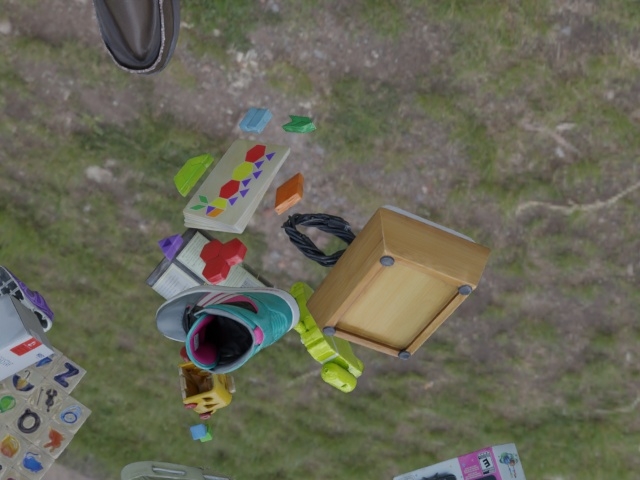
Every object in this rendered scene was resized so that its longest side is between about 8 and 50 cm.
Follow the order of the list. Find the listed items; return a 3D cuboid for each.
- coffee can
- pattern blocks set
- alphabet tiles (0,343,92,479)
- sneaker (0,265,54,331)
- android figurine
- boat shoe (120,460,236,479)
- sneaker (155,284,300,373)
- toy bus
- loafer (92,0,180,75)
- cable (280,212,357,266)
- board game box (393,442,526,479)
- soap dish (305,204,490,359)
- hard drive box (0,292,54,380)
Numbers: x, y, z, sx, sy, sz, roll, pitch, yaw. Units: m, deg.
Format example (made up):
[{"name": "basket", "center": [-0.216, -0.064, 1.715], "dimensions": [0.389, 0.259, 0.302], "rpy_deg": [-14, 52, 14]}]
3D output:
[{"name": "coffee can", "center": [-0.276, 0.114, 2.181], "dimensions": [0.275, 0.201, 0.201], "rpy_deg": [40, 140, -8]}, {"name": "pattern blocks set", "center": [-0.139, -0.088, 1.422], "dimensions": [0.285, 0.325, 0.026], "rpy_deg": [25, 161, 45]}, {"name": "alphabet tiles", "center": [-0.622, 0.338, 1.642], "dimensions": [0.285, 0.342, 0.011], "rpy_deg": [38, 172, -12]}, {"name": "sneaker", "center": [-0.617, 0.118, 1.772], "dimensions": [0.068, 0.071, 0.170], "rpy_deg": [-31, 111, 13]}, {"name": "android figurine", "center": [0.004, 0.192, 1.783], "dimensions": [0.056, 0.248, 0.273], "rpy_deg": [-32, 145, 12]}, {"name": "boat shoe", "center": [-0.172, 0.381, 1.284], "dimensions": [0.109, 0.094, 0.302], "rpy_deg": [-35, 147, 18]}, {"name": "sneaker", "center": [-0.202, 0.159, 1.515], "dimensions": [0.295, 0.178, 0.124], "rpy_deg": [-7, 102, 27]}, {"name": "toy bus", "center": [-0.251, 0.340, 1.973], "dimensions": [0.104, 0.202, 0.191], "rpy_deg": [-16, 109, 6]}, {"name": "loafer", "center": [-0.302, -0.405, 1.275], "dimensions": [0.134, 0.130, 0.366], "rpy_deg": [6, 127, 12]}, {"name": "cable", "center": [0.000, 0.000, 1.849], "dimensions": [0.184, 0.150, 0.047], "rpy_deg": [13, 133, -23]}, {"name": "board game box", "center": [0.288, 0.551, 1.577], "dimensions": [0.224, 0.303, 0.097], "rpy_deg": [-27, 159, 30]}, {"name": "soap dish", "center": [0.136, 0.087, 1.566], "dimensions": [0.229, 0.118, 0.291], "rpy_deg": [21, 132, -17]}, {"name": "hard drive box", "center": [-0.615, 0.201, 1.521], "dimensions": [0.232, 0.089, 0.181], "rpy_deg": [-29, 166, -10]}]
